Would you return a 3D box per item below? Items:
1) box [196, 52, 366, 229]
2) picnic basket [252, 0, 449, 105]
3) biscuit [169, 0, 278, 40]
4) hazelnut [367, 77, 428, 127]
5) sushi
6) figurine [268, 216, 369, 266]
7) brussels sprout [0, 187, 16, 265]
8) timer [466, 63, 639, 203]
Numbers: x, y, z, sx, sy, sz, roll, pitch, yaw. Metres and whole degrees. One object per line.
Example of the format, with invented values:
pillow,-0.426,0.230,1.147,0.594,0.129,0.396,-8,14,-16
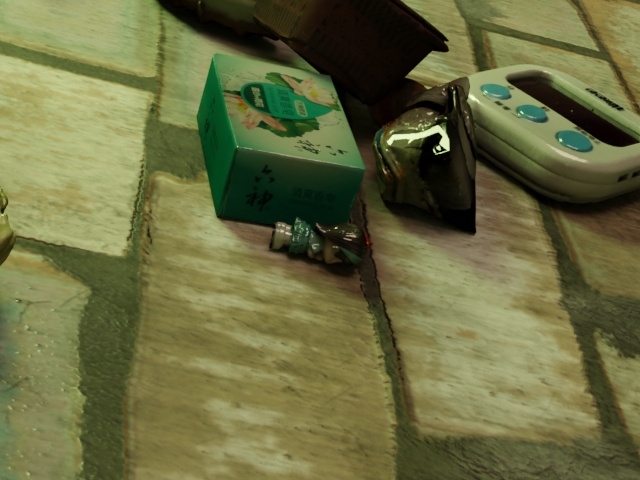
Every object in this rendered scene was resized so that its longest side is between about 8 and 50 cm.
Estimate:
box,-0.050,-0.114,1.727,0.153,0.092,0.245,9,29,-17
picnic basket,0.019,-0.279,1.924,0.222,0.129,0.297,35,4,-23
biscuit,-0.129,-0.411,2.190,0.268,0.115,0.366,22,27,7
hazelnut,0.101,-0.172,1.948,0.086,0.086,0.086,14,28,-8
sushi,0.127,-0.125,1.842,0.109,0.134,0.273,-9,36,13
figurine,0.000,0.000,1.608,0.106,0.047,0.060,9,7,1
brussels sprout,-0.357,-0.014,1.364,0.181,0.100,0.139,33,41,23
timer,0.315,-0.141,2.002,0.237,0.087,0.262,-14,42,-45
